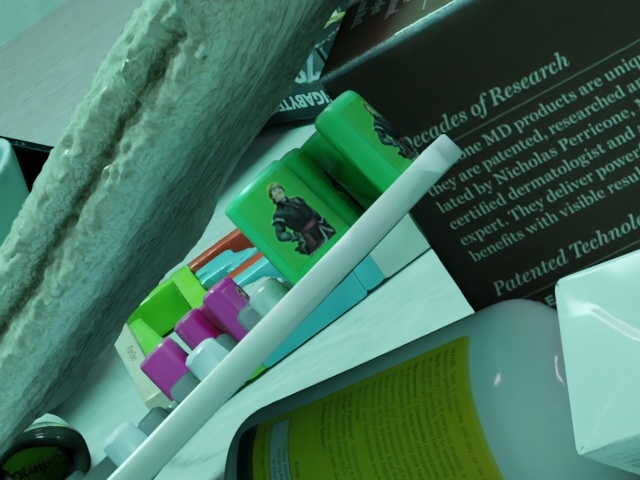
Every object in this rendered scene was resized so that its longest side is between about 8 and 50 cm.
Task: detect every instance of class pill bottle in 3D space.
[{"bbox_3d":[0.060,0.085,0.731,0.184,0.103,0.103,-26,20,28],"label":"pill bottle"}]

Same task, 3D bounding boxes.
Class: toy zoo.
[{"bbox_3d":[0.000,0.000,1.176,0.293,0.030,0.192,-36,18,-5],"label":"toy zoo"}]

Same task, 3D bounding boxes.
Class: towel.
[{"bbox_3d":[-0.079,-0.016,0.768,0.282,0.049,0.187,-55,-2,29],"label":"towel"}]

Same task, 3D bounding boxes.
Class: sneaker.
[{"bbox_3d":[-0.198,0.160,1.071,0.170,0.063,0.075,-39,11,-28],"label":"sneaker"}]

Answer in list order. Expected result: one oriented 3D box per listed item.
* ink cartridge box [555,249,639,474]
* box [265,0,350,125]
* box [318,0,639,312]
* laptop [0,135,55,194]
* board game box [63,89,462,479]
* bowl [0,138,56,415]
[{"bbox_3d":[0.171,0.045,0.606,0.104,0.181,0.061,-23,62,35],"label":"ink cartridge box"},{"bbox_3d":[0.022,-0.204,1.591,0.293,0.073,0.295,-46,21,-29],"label":"box"},{"bbox_3d":[0.131,-0.056,0.801,0.167,0.203,0.168,-29,18,21],"label":"box"},{"bbox_3d":[-0.220,-0.079,1.485,0.234,0.264,0.136,132,145,-61],"label":"laptop"},{"bbox_3d":[-0.129,0.127,0.774,0.390,0.050,0.390,-46,-2,-17],"label":"board game box"},{"bbox_3d":[-0.291,0.086,1.267,0.312,0.163,0.311,-32,17,11],"label":"bowl"}]
